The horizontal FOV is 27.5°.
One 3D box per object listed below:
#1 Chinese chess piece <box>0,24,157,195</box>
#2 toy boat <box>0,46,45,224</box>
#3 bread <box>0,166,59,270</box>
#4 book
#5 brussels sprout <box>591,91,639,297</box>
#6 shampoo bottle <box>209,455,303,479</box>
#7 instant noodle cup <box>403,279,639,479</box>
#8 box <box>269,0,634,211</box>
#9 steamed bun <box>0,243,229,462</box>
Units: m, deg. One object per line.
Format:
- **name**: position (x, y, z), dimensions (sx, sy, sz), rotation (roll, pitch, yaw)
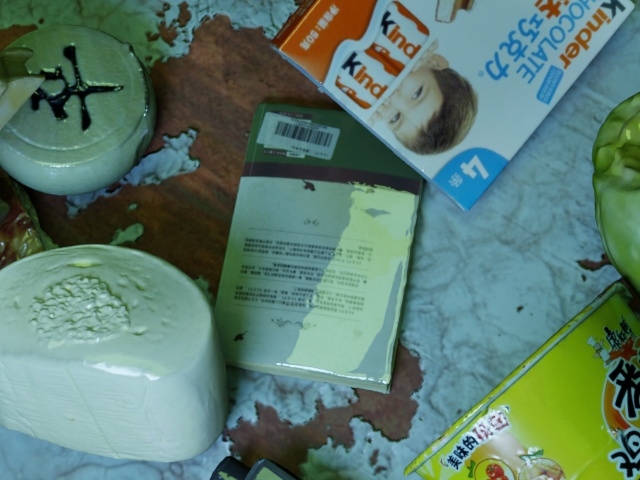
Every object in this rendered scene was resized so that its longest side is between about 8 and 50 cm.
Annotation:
- **Chinese chess piece**: position (-0.269, -0.140, 1.394), dimensions (0.188, 0.083, 0.188), rotation (2, 66, -5)
- **toy boat**: position (-0.413, -0.005, 1.311), dimensions (0.445, 0.162, 0.136), rotation (-55, 35, 17)
- **bread**: position (-0.359, 0.008, 1.404), dimensions (0.136, 0.054, 0.154), rotation (-35, 65, -1)
- **book**: position (0.000, 0.000, 1.354), dimensions (0.201, 0.026, 0.289), rotation (8, 76, 13)
- **brussels sprout**: position (0.409, -0.054, 1.159), dimensions (0.344, 0.268, 0.344), rotation (4, 64, -9)
- **shampoo bottle**: position (-0.001, 0.288, 1.241), dimensions (0.246, 0.079, 0.080), rotation (32, 81, 18)
- **instant noodle cup**: position (0.230, 0.193, 1.146), dimensions (0.264, 0.264, 0.200), rotation (-40, 80, -3)
- **box**: position (0.134, -0.212, 1.287), dimensions (0.265, 0.048, 0.273), rotation (38, 91, -21)
- **steamed bun**: position (-0.208, 0.109, 1.277), dimensions (0.250, 0.200, 0.155), rotation (10, 52, 12)
